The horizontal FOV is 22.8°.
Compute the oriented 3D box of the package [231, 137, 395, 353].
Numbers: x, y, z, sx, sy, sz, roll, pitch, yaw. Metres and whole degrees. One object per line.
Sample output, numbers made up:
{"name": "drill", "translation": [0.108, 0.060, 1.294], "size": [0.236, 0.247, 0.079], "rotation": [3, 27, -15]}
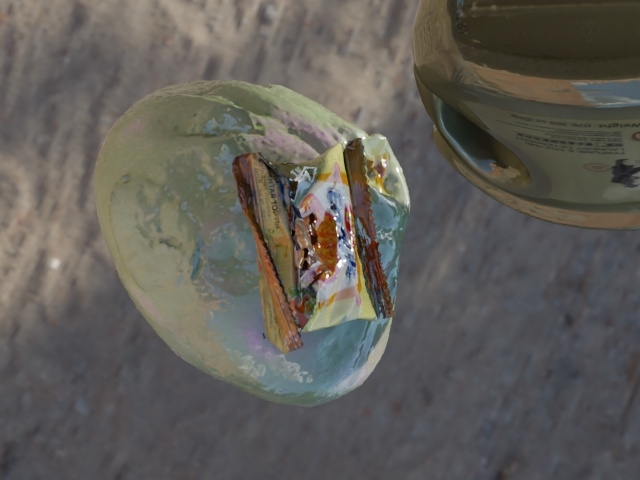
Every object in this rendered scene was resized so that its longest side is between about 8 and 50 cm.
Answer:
{"name": "package", "translation": [-0.001, 0.000, 0.873], "size": [0.121, 0.031, 0.108], "rotation": [-14, 95, -58]}

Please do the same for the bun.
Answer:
{"name": "bun", "translation": [-0.028, -0.022, 1.253], "size": [0.187, 0.293, 0.293], "rotation": [-39, 167, 28]}

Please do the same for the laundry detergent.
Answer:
{"name": "laundry detergent", "translation": [0.142, -0.067, 0.806], "size": [0.253, 0.181, 0.091], "rotation": [55, 36, -70]}
